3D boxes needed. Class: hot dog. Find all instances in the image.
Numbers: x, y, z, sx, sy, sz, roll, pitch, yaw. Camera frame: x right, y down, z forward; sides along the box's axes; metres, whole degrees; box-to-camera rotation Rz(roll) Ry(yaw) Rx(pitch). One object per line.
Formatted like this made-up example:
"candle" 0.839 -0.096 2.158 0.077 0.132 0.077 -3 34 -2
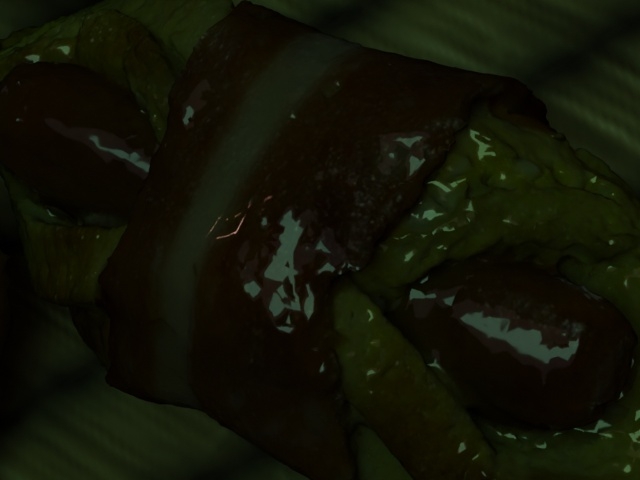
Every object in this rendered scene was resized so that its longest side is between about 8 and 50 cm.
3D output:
"hot dog" -0.002 0.002 0.542 0.261 0.093 0.123 20 89 20

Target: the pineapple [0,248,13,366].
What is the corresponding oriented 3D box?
"pineapple" -0.231 -0.007 0.608 0.279 0.158 0.158 24 90 33
